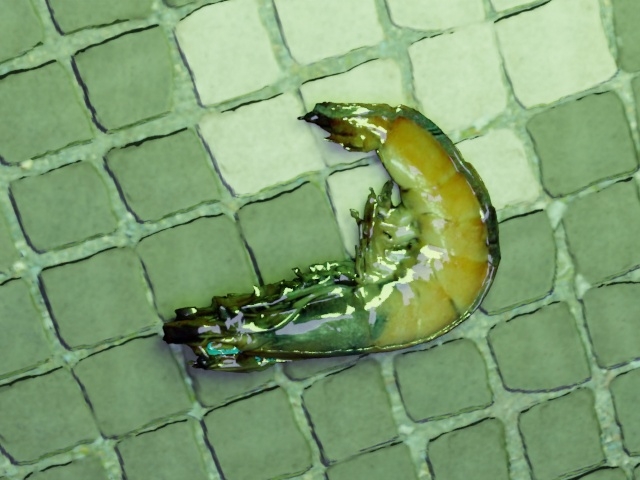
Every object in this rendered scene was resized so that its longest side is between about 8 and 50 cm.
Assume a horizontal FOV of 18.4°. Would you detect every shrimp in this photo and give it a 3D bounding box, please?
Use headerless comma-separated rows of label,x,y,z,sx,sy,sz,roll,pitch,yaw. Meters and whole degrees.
shrimp,0.000,0.000,1.594,0.290,0.054,0.222,-16,111,-3
